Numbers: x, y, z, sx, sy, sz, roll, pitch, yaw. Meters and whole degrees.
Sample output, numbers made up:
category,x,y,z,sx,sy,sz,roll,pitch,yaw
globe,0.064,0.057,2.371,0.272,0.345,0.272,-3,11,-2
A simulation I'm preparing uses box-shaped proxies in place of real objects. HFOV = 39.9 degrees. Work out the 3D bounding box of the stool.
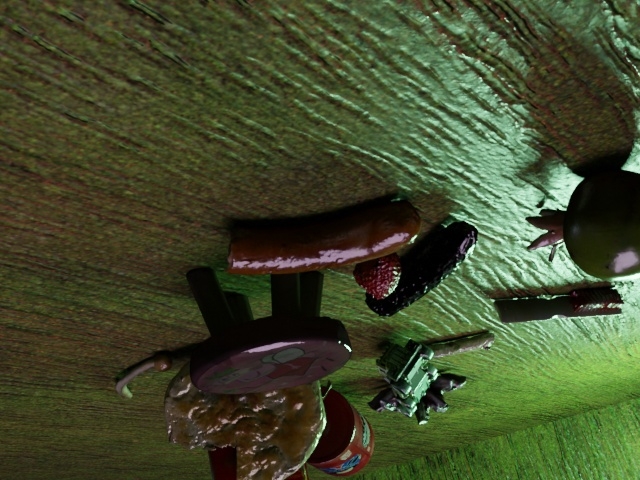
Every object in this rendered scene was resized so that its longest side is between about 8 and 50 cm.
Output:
category,x,y,z,sx,sy,sz,roll,pitch,yaw
stool,-0.093,0.141,1.470,0.272,0.178,0.272,-10,157,-4

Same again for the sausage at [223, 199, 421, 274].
category,x,y,z,sx,sy,sz,roll,pitch,yaw
sausage,0.001,0.002,1.321,0.302,0.076,0.103,-9,158,-6

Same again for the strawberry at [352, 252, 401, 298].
category,x,y,z,sx,sy,sz,roll,pitch,yaw
strawberry,0.101,0.051,1.494,0.083,0.083,0.096,-4,149,-19

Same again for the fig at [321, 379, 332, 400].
category,x,y,z,sx,sy,sz,roll,pitch,yaw
fig,-0.049,0.410,2.210,0.146,0.133,0.201,-16,167,35

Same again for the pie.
category,x,y,z,sx,sy,sz,roll,pitch,yaw
pie,-0.151,0.343,1.799,0.338,0.337,0.075,-11,-176,-1

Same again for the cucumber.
category,x,y,z,sx,sy,sz,roll,pitch,yaw
cucumber,0.185,0.048,1.525,0.081,0.072,0.303,3,153,-30

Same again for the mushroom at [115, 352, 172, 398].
category,x,y,z,sx,sy,sz,roll,pitch,yaw
mushroom,-0.397,0.300,1.892,0.068,0.043,0.306,28,144,-20

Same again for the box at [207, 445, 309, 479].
category,x,y,z,sx,sy,sz,roll,pitch,yaw
box,-0.146,0.408,1.894,0.197,0.313,0.089,-12,167,0

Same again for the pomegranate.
category,x,y,z,sx,sy,sz,roll,pitch,yaw
pomegranate,0.436,-0.022,1.383,0.224,0.181,0.181,-2,168,41

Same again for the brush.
category,x,y,z,sx,sy,sz,roll,pitch,yaw
brush,0.531,0.141,1.935,0.321,0.060,0.050,-3,143,-21

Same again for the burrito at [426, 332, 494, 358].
category,x,y,z,sx,sy,sz,roll,pitch,yaw
burrito,0.331,0.257,2.136,0.186,0.041,0.045,-11,-161,-3

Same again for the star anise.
category,x,y,z,sx,sy,sz,roll,pitch,yaw
star anise,0.269,0.434,2.432,0.283,0.129,0.212,-9,174,4

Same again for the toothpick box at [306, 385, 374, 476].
category,x,y,z,sx,sy,sz,roll,pitch,yaw
toothpick box,0.025,0.530,2.419,0.204,0.204,0.333,-15,157,8

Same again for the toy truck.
category,x,y,z,sx,sy,sz,roll,pitch,yaw
toy truck,0.188,0.310,2.075,0.128,0.135,0.259,-54,161,-14
